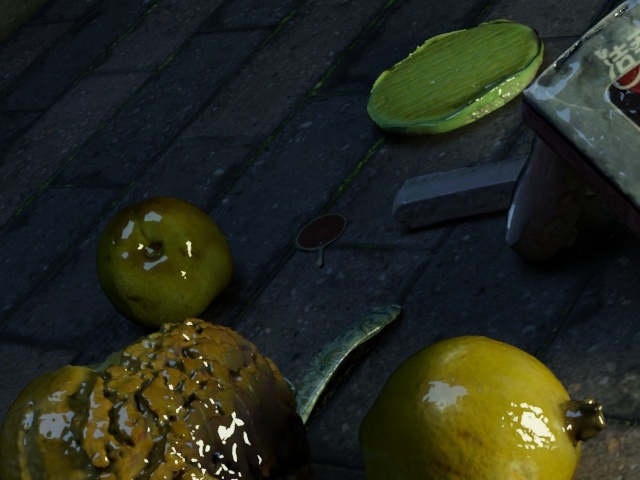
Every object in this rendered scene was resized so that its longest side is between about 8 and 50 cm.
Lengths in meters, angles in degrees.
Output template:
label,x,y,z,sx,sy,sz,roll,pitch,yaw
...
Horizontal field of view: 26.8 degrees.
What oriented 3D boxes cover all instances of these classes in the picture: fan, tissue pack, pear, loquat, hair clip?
label,x,y,z,sx,sy,sz,roll,pitch,yaw
fan,0.000,0.000,1.943,0.085,0.005,0.133,-21,30,12
tissue pack,0.424,-0.101,1.452,0.259,0.122,0.361,-37,70,-8
pear,-0.226,0.031,1.914,0.200,0.200,0.200,-21,31,14
loquat,0.166,0.198,1.324,0.246,0.213,0.213,-16,33,26
hair clip,0.023,0.147,1.676,0.066,0.036,0.229,1,41,50

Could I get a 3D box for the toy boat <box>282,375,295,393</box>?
label,x,y,z,sx,sy,sz,roll,pitch,yaw
toy boat,-0.090,0.193,1.679,0.141,0.060,0.055,-11,80,30

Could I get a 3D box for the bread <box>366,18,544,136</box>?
label,x,y,z,sx,sy,sz,roll,pitch,yaw
bread,0.207,-0.253,2.109,0.301,0.045,0.301,-20,30,12

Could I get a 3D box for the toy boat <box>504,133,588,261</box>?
label,x,y,z,sx,sy,sz,roll,pitch,yaw
toy boat,0.300,-0.077,1.641,0.085,0.227,0.155,16,19,-7

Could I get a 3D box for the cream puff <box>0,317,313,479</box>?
label,x,y,z,sx,sy,sz,roll,pitch,yaw
cream puff,-0.152,0.228,1.414,0.231,0.343,0.327,-24,49,36

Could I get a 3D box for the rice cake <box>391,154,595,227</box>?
label,x,y,z,sx,sy,sz,roll,pitch,yaw
rice cake,0.260,-0.075,1.787,0.365,0.056,0.073,-10,30,30
